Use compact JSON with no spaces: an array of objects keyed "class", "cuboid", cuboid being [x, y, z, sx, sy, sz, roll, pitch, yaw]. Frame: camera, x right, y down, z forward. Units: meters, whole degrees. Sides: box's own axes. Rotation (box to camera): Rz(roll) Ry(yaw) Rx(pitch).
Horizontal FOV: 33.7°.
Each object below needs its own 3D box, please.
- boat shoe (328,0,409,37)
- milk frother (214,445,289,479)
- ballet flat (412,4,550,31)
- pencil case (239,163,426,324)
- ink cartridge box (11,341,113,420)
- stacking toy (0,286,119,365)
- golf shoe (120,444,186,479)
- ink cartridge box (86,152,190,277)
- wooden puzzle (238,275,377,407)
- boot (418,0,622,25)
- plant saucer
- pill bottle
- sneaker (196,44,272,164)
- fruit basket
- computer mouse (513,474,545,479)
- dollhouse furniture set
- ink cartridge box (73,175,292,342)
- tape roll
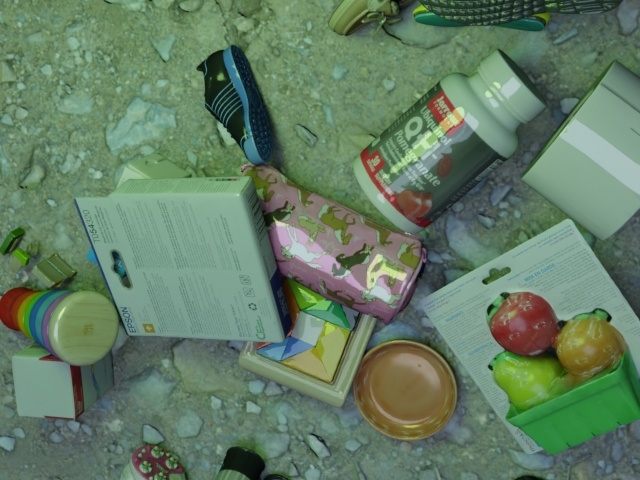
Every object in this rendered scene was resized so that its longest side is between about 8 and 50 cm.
[{"class":"boat shoe","cuboid":[0.141,-0.429,1.800,0.285,0.104,0.089,-34,89,19]},{"class":"milk frother","cuboid":[-0.140,0.501,2.073,0.143,0.135,0.129,11,136,15]},{"class":"ballet flat","cuboid":[0.275,-0.402,1.795,0.231,0.077,0.077,6,83,11]},{"class":"pencil case","cuboid":[0.000,0.000,1.910,0.386,0.167,0.160,25,142,8]},{"class":"ink cartridge box","cuboid":[-0.507,0.261,2.097,0.128,0.176,0.127,1,105,15]},{"class":"stacking toy","cuboid":[-0.532,0.149,2.045,0.330,0.141,0.141,7,107,47]},{"class":"golf shoe","cuboid":[-0.287,0.558,2.151,0.306,0.115,0.140,45,120,8]},{"class":"ink cartridge box","cuboid":[-0.342,-0.049,1.994,0.086,0.148,0.203,30,109,6]},{"class":"wooden puzzle","cuboid":[-0.020,0.169,1.989,0.221,0.044,0.239,21,93,10]},{"class":"boot","cuboid":[0.323,-0.423,1.695,0.338,0.223,0.118,7,116,9]},{"class":"plant saucer","cuboid":[0.161,0.278,1.993,0.200,0.037,0.200,3,102,14]},{"class":"pill bottle","cuboid":[0.223,-0.172,1.799,0.318,0.176,0.176,-42,90,19]},{"class":"sneaker","cuboid":[-0.158,-0.236,1.925,0.090,0.081,0.232,-22,75,25]},{"class":"fruit basket","cuboid":[0.396,0.175,1.831,0.327,0.165,0.353,-33,90,31]},{"class":"computer mouse","cuboid":[0.481,0.505,1.946,0.262,0.060,0.184,37,110,4]},{"class":"dollhouse furniture set","cuboid":[-0.575,0.047,2.124,0.151,0.076,0.058,41,122,5]},{"class":"ink cartridge box","cuboid":[-0.240,0.037,1.895,0.330,0.071,0.324,2,126,21]},{"class":"tape roll","cuboid":[0.464,-0.144,1.705,0.169,0.246,0.246,38,109,3]}]
